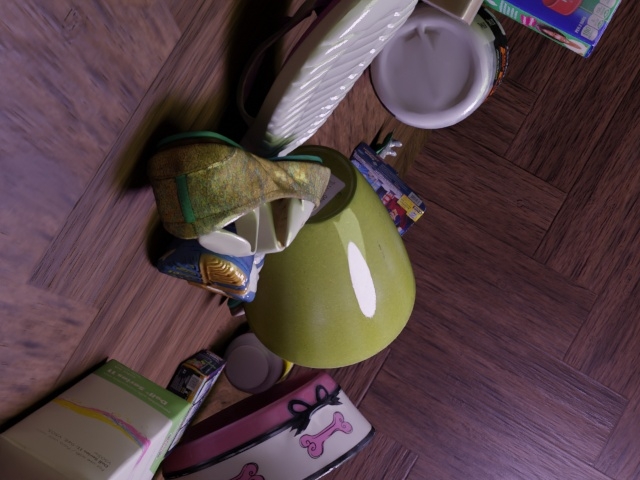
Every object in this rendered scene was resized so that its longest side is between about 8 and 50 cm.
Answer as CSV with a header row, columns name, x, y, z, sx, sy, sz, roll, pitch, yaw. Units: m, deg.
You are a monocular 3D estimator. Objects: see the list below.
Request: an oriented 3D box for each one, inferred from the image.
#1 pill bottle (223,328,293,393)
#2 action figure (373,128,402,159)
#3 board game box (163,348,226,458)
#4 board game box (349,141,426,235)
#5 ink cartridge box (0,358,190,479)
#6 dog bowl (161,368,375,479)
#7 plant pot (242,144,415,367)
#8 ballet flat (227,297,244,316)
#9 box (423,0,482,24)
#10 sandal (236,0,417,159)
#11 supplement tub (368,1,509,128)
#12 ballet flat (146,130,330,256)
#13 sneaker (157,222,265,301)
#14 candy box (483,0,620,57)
name,x,y,z,sx,sy,sz,roll,pitch,yaw
pill bottle,-0.122,0.232,2.147,0.117,0.117,0.215,-61,174,6
action figure,0.100,-0.136,2.466,0.232,0.063,0.137,-53,174,-24
board game box,-0.231,0.273,1.829,0.170,0.048,0.141,-61,175,8
board game box,0.097,-0.072,2.328,0.194,0.194,0.060,-47,180,32
ink cartridge box,-0.284,0.278,1.162,0.207,0.119,0.353,-61,174,14
dog bowl,-0.113,0.374,2.014,0.408,0.150,0.408,-25,179,-1
plant pot,0.000,0.000,1.615,0.275,0.274,0.293,-56,158,-26
ballet flat,-0.034,0.020,1.853,0.316,0.106,0.107,-57,-160,-20
box,0.221,-0.477,1.546,0.311,0.148,0.121,-63,172,12
sandal,-0.028,-0.189,1.194,0.169,0.102,0.416,-39,176,-30
supplement tub,0.216,-0.316,1.912,0.207,0.207,0.338,-62,173,20
ballet flat,-0.075,-0.039,1.166,0.123,0.123,0.348,-61,163,9
sneaker,-0.120,-0.004,1.328,0.296,0.111,0.131,103,5,-85
candy box,0.399,-0.517,1.930,0.268,0.317,0.122,-61,172,0
